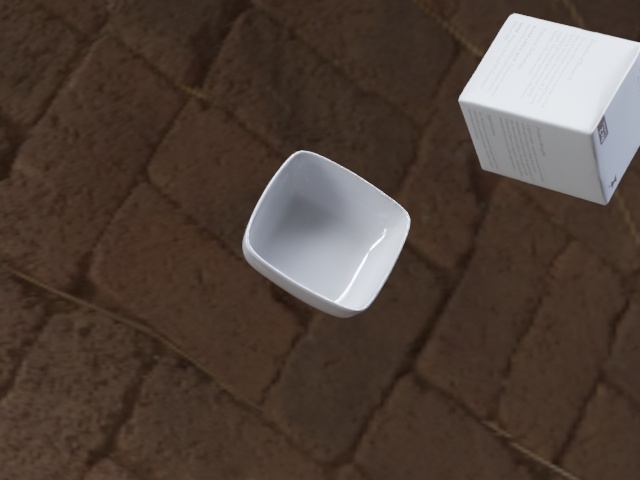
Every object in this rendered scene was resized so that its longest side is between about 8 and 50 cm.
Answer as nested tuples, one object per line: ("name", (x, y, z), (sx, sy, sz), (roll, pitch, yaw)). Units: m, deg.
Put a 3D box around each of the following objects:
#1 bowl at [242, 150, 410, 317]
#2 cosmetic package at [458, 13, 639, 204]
("bowl", (0.000, 0.000, 1.315), (0.142, 0.053, 0.142), (32, 57, -4))
("cosmetic package", (0.298, -0.165, 1.717), (0.151, 0.183, 0.151), (-58, 148, -21))
